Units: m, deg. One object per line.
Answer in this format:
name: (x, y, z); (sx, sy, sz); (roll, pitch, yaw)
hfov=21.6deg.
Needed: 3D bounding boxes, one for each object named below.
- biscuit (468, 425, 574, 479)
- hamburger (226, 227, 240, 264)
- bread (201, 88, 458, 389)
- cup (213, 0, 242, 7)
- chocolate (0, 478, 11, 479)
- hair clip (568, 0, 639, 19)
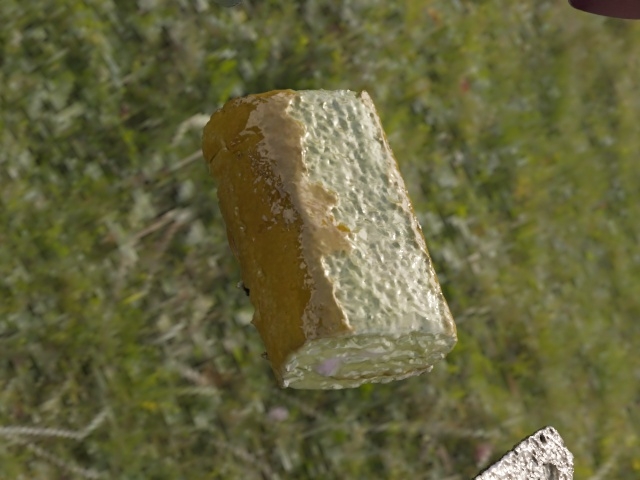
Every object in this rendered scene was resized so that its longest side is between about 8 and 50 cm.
biscuit: (0.204, 0.277, 1.669); (0.237, 0.026, 0.131); (-24, 81, -53)
hamburger: (-0.054, -0.023, 2.263); (0.162, 0.115, 0.162); (1, 88, -52)
bread: (0.000, 0.000, 2.050); (0.237, 0.165, 0.375); (-5, 58, -25)
cup: (-0.145, -0.329, 1.379); (0.234, 0.186, 0.258); (25, 6, -20)
chocolate: (-0.347, 0.287, 1.570); (0.162, 0.446, 0.162); (-3, 90, -75)
hair clip: (0.289, -0.222, 1.501); (0.137, 0.054, 0.022); (-1, 59, -17)
